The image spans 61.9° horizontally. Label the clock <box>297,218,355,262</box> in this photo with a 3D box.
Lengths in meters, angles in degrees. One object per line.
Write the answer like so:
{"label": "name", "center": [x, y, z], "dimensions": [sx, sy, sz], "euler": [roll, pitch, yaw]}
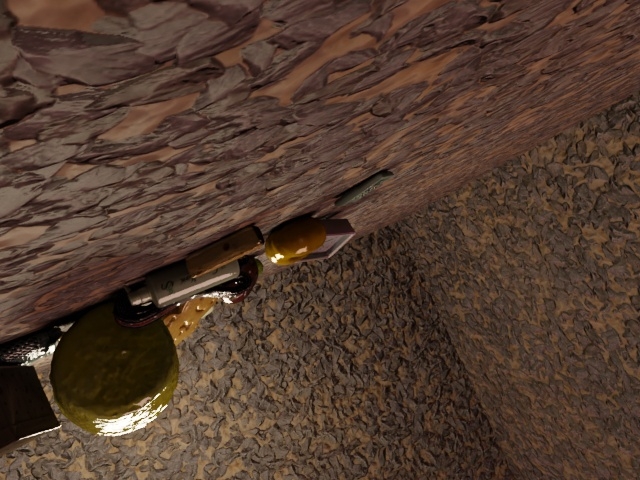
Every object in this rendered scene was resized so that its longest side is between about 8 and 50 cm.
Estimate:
{"label": "clock", "center": [0.000, 0.000, 1.700], "dimensions": [0.197, 0.063, 0.150], "euler": [-5, 148, -51]}

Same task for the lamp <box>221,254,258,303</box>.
{"label": "lamp", "center": [-0.262, 0.109, 1.598], "dimensions": [0.156, 0.134, 0.157], "euler": [-62, 177, -45]}

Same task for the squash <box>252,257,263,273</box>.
{"label": "squash", "center": [-0.245, 0.090, 1.876], "dimensions": [0.066, 0.066, 0.201], "euler": [-24, 169, 2]}

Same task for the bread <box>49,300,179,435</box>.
{"label": "bread", "center": [-0.543, 0.340, 1.426], "dimensions": [0.348, 0.348, 0.308], "euler": [-22, 172, -24]}

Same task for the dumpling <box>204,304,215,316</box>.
{"label": "dumpling", "center": [-0.459, 0.217, 2.000], "dimensions": [0.215, 0.126, 0.166], "euler": [-14, 147, -14]}

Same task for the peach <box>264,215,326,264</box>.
{"label": "peach", "center": [-0.067, 0.001, 1.470], "dimensions": [0.179, 0.103, 0.179], "euler": [-26, 178, -1]}

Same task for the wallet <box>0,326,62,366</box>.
{"label": "wallet", "center": [-0.847, 0.325, 1.365], "dimensions": [0.342, 0.075, 0.237], "euler": [-21, 172, -36]}

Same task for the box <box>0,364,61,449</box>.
{"label": "box", "center": [-0.836, 0.450, 1.278], "dimensions": [0.297, 0.191, 0.225], "euler": [-27, 170, -6]}

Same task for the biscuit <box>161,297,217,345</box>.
{"label": "biscuit", "center": [-0.458, 0.260, 1.815], "dimensions": [0.355, 0.052, 0.275], "euler": [-48, 164, -9]}

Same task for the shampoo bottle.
{"label": "shampoo bottle", "center": [-0.327, 0.094, 1.278], "dimensions": [0.262, 0.085, 0.085], "euler": [-22, 175, -28]}

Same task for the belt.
{"label": "belt", "center": [-0.346, 0.129, 1.365], "dimensions": [0.359, 0.126, 0.094], "euler": [-21, 173, -24]}

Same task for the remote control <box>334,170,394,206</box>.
{"label": "remote control", "center": [0.106, -0.129, 1.328], "dimensions": [0.162, 0.029, 0.061], "euler": [-33, 173, 35]}

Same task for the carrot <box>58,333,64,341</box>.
{"label": "carrot", "center": [-0.791, 0.307, 1.654], "dimensions": [0.049, 0.049, 0.254], "euler": [-23, 172, -17]}

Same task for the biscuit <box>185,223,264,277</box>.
{"label": "biscuit", "center": [-0.219, 0.024, 1.219], "dimensions": [0.187, 0.056, 0.052], "euler": [-26, 178, 7]}
